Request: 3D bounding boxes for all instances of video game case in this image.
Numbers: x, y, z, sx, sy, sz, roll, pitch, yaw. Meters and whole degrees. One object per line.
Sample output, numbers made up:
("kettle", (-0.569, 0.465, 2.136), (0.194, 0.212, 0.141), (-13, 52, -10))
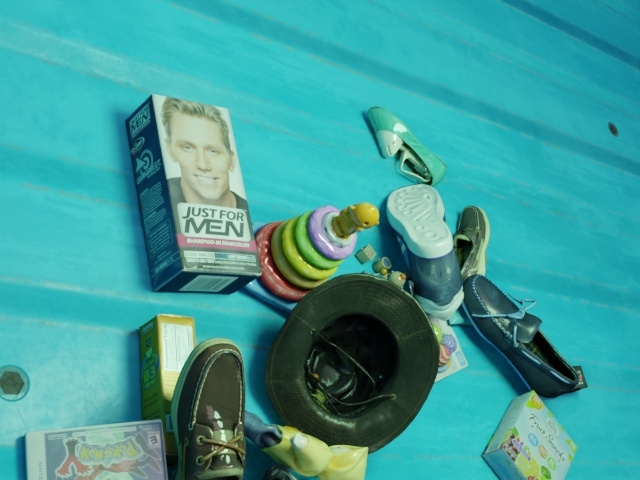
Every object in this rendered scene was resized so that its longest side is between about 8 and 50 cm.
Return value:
("video game case", (-0.323, 0.361, 1.332), (0.201, 0.023, 0.184), (-2, 66, -20))

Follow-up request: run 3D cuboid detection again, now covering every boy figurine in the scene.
("boy figurine", (-0.043, 0.339, 1.533), (0.285, 0.177, 0.092), (26, 74, -10))

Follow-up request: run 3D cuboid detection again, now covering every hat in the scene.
("hat", (0.053, 0.227, 1.692), (0.331, 0.134, 0.332), (1, 86, -8))

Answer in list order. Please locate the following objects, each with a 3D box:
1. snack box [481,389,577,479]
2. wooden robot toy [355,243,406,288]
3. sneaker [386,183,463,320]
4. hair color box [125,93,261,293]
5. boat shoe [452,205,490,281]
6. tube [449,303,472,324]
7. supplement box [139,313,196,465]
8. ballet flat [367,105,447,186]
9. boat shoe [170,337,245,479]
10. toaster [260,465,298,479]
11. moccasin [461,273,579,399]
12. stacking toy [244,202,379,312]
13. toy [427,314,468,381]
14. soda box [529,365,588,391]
("snack box", (0.463, 0.462, 2.007), (0.174, 0.070, 0.207), (51, 41, -6))
("wooden robot toy", (0.152, 0.079, 1.939), (0.076, 0.079, 0.173), (-24, 84, -47))
("sneaker", (0.234, 0.038, 2.031), (0.323, 0.130, 0.236), (-104, -178, -61))
("hair color box", (-0.233, -0.082, 1.662), (0.173, 0.105, 0.347), (5, 63, -41))
("boat shoe", (0.349, 0.006, 2.160), (0.073, 0.080, 0.224), (29, 54, -34))
("tube", (0.368, 0.165, 2.112), (0.207, 0.052, 0.080), (10, 49, -34))
("supplement box", (-0.245, 0.241, 1.484), (0.080, 0.078, 0.234), (14, 58, -35))
("ballet flat", (0.196, -0.212, 2.151), (0.247, 0.083, 0.087), (40, 60, -16))
("boat shoe", (-0.155, 0.321, 1.370), (0.123, 0.123, 0.342), (7, 97, -36))
("toaster", (-0.038, 0.473, 1.451), (0.129, 0.227, 0.146), (-47, 112, -2))
("moccasin", (0.456, 0.200, 2.051), (0.342, 0.117, 0.138), (46, 49, -8))
("stacking toy", (0.000, 0.000, 1.681), (0.175, 0.301, 0.166), (30, 50, -25))
("toy", (0.240, 0.229, 1.948), (0.237, 0.056, 0.137), (-15, 78, -46))
("soda box", (0.565, 0.335, 2.185), (0.168, 0.053, 0.060), (4, 64, -42))
